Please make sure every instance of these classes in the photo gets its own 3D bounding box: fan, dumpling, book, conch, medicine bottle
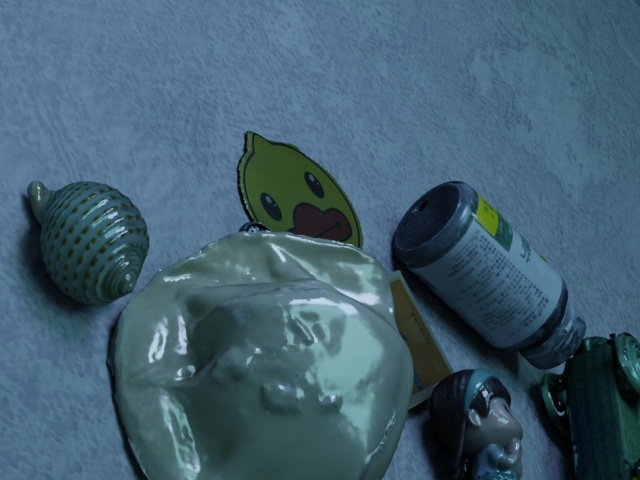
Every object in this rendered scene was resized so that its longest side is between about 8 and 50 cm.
[{"bbox_3d":[0.001,0.000,2.049,0.335,0.011,0.229,58,31,0],"label":"fan"},{"bbox_3d":[-0.066,0.154,1.660,0.315,0.233,0.395,15,55,-7],"label":"dumpling"},{"bbox_3d":[0.076,0.133,2.009,0.241,0.018,0.170,-19,79,-57],"label":"book"},{"bbox_3d":[-0.223,-0.004,1.628,0.135,0.102,0.153,35,32,-60],"label":"conch"},{"bbox_3d":[0.242,0.057,2.229,0.293,0.141,0.141,43,32,-25],"label":"medicine bottle"}]

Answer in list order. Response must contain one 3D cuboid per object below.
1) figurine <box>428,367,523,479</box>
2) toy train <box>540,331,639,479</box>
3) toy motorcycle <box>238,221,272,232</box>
[{"bbox_3d":[0.203,0.277,1.995,0.138,0.110,0.245,89,-9,-62],"label":"figurine"},{"bbox_3d":[0.434,0.335,2.227,0.272,0.179,0.442,47,28,-30],"label":"toy train"},{"bbox_3d":[-0.034,0.066,1.875,0.193,0.061,0.124,39,48,-14],"label":"toy motorcycle"}]
